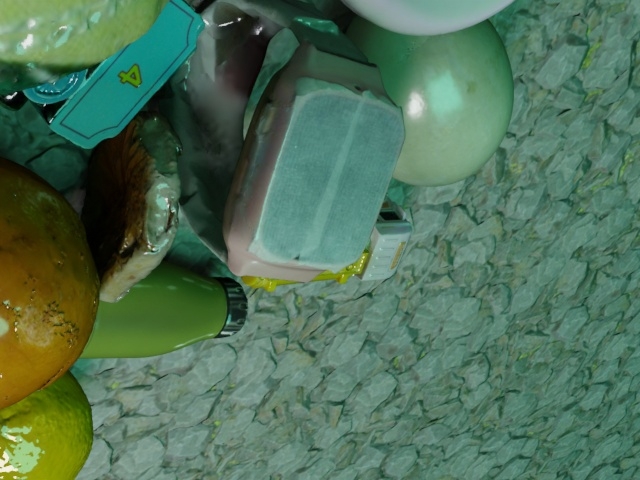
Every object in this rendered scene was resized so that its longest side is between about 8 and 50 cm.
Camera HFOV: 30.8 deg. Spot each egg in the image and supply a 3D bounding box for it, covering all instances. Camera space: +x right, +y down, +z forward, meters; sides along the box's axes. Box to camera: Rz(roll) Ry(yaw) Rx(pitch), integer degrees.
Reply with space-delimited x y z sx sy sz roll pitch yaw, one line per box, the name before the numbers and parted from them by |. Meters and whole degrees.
egg | 0.109 -0.162 1.228 0.186 0.186 0.253 -35 138 -7

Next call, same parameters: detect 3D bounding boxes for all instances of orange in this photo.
orange | -0.320 0.038 1.040 0.240 0.240 0.240 -21 136 -22

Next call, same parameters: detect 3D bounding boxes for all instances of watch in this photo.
watch | -0.061 -0.108 1.099 0.162 0.241 0.253 11 102 -47

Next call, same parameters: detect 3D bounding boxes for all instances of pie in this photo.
pie | -0.185 -0.037 1.114 0.046 0.195 0.195 11 119 -30

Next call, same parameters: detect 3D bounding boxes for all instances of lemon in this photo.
lemon | -0.328 0.201 1.217 0.178 0.178 0.203 -34 173 -8

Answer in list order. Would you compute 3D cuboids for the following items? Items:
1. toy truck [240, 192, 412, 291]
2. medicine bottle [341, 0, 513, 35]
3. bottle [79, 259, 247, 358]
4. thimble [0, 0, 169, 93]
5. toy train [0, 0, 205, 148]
toy truck | 0.000 0.000 1.346 0.227 0.114 0.098 -4 128 -36
medicine bottle | 0.043 -0.331 0.934 0.241 0.302 0.241 -21 137 -21
bottle | -0.199 0.072 1.256 0.260 0.112 0.112 4 123 -40
thimble | -0.241 -0.237 0.839 0.288 0.254 0.167 -29 142 -32
toy train | -0.202 -0.182 1.036 0.198 0.107 0.154 -46 147 6
